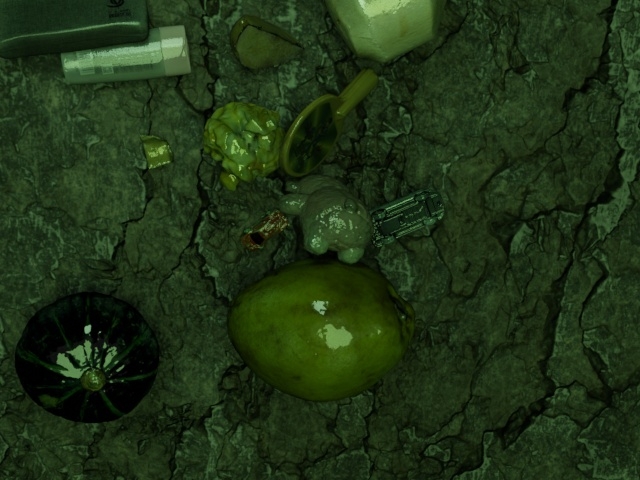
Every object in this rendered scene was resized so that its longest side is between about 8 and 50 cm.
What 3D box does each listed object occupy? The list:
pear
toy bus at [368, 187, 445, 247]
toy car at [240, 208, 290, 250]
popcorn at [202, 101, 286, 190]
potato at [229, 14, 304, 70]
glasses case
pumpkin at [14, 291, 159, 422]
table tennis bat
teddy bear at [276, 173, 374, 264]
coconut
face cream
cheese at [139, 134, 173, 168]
[{"bbox_3d":[0.001,0.198,1.827,0.413,0.352,0.352,0,106,23],"label":"pear"},{"bbox_3d":[0.196,-0.062,1.936,0.194,0.089,0.087,-24,108,-3],"label":"toy bus"},{"bbox_3d":[-0.133,-0.022,1.919,0.122,0.035,0.059,-39,110,0],"label":"toy car"},{"bbox_3d":[-0.167,-0.214,1.798,0.188,0.167,0.185,-14,111,-2],"label":"popcorn"},{"bbox_3d":[-0.136,-0.441,1.804,0.172,0.089,0.100,7,127,-43],"label":"potato"},{"bbox_3d":[-0.523,-0.462,1.697,0.323,0.074,0.131,-9,67,-7],"label":"glasses case"},{"bbox_3d":[-0.519,0.270,1.825,0.315,0.238,0.315,-3,101,-13],"label":"pumpkin"},{"bbox_3d":[0.017,-0.272,1.825,0.050,0.198,0.321,35,72,24],"label":"table tennis bat"},{"bbox_3d":[0.015,-0.058,1.815,0.236,0.267,0.151,19,101,-26],"label":"teddy bear"},{"bbox_3d":[0.153,-0.517,1.739,0.266,0.237,0.237,-32,107,-3],"label":"coconut"},{"bbox_3d":[-0.418,-0.396,1.758,0.269,0.073,0.107,-9,108,-7],"label":"face cream"},{"bbox_3d":[-0.371,-0.210,1.830,0.060,0.041,0.084,-16,122,2],"label":"cheese"}]
